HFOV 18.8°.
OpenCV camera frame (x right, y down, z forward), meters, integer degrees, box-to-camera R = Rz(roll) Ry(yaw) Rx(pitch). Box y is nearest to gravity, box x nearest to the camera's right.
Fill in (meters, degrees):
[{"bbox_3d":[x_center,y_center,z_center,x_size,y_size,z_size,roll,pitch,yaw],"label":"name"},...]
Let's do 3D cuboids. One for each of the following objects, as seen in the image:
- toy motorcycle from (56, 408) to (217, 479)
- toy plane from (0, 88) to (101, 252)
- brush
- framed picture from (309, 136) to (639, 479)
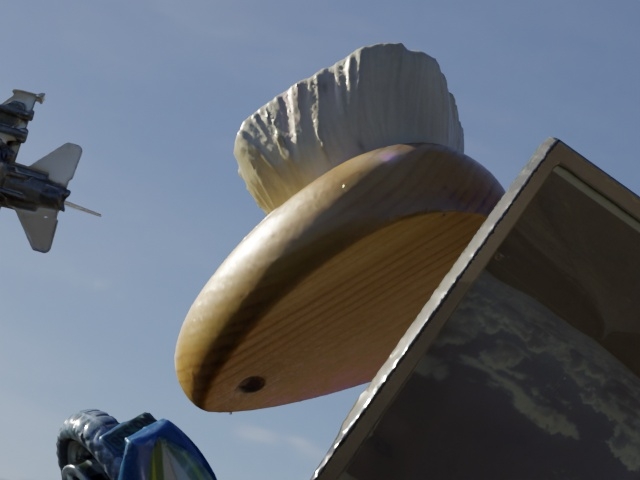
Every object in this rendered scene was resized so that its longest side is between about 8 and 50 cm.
[{"bbox_3d":[-0.052,0.186,0.830,0.092,0.254,0.135,-26,21,-28],"label":"toy motorcycle"},{"bbox_3d":[-0.295,-0.058,1.573,0.234,0.160,0.082,17,-5,7],"label":"toy plane"},{"bbox_3d":[0.000,0.000,1.351,0.267,0.166,0.174,-31,-39,6],"label":"brush"},{"bbox_3d":[0.136,0.092,1.150,0.189,0.260,0.023,35,1,-12],"label":"framed picture"}]
